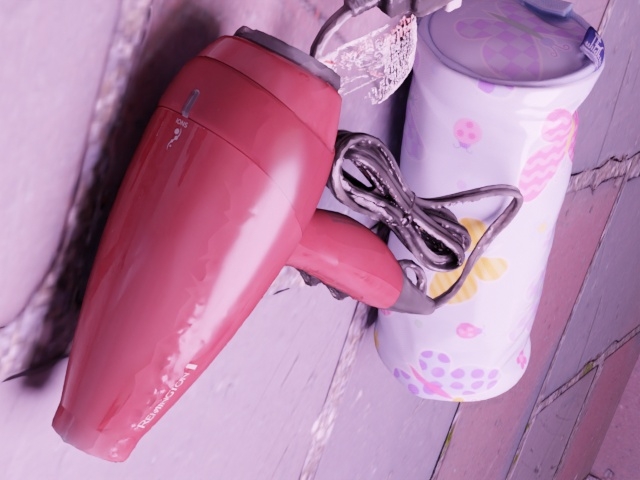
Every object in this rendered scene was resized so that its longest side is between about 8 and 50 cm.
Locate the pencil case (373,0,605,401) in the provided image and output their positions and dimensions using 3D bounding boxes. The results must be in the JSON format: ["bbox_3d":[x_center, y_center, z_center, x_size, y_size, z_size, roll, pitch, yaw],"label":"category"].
[{"bbox_3d":[0.101,-0.024,0.752,0.124,0.113,0.273,-59,160,-49],"label":"pencil case"}]

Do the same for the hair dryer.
[{"bbox_3d":[0.000,0.000,0.544,0.293,0.080,0.223,-34,128,-26],"label":"hair dryer"}]
